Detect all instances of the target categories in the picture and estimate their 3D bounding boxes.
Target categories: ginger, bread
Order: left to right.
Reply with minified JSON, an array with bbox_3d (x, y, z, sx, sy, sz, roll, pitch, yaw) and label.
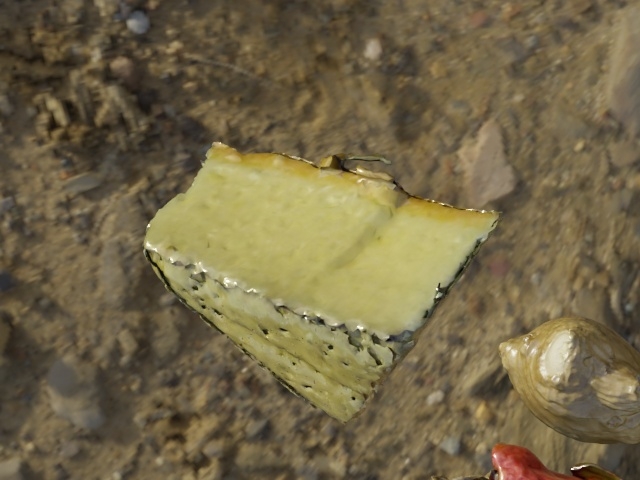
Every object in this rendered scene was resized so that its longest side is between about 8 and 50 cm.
[{"bbox_3d":[0.000,0.000,1.375,0.315,0.248,0.279,40,148,-4],"label":"bread"},{"bbox_3d":[0.159,0.082,0.765,0.096,0.165,0.067,17,89,28],"label":"ginger"}]

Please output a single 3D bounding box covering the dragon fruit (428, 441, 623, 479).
[{"bbox_3d":[0.190,0.326,1.179,0.306,0.305,0.225,-1,131,19],"label":"dragon fruit"}]
